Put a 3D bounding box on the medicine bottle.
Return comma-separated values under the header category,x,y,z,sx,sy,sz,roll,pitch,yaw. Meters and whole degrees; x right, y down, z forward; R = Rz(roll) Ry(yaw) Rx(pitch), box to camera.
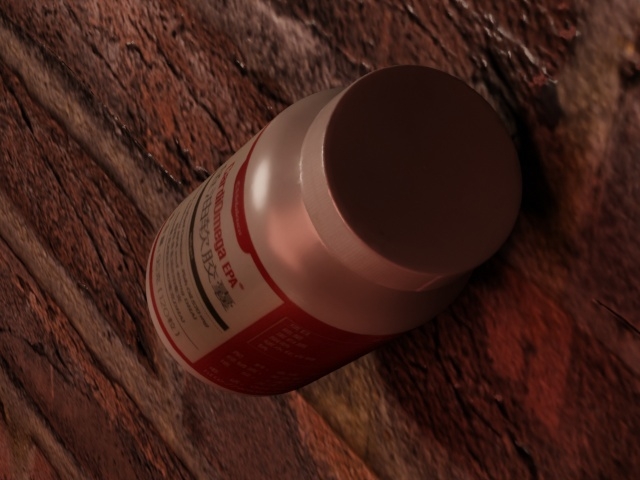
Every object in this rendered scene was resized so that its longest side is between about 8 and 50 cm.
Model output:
category,x,y,z,sx,sy,sz,roll,pitch,yaw
medicine bottle,0.000,0.000,0.925,0.250,0.131,0.131,-36,74,62
